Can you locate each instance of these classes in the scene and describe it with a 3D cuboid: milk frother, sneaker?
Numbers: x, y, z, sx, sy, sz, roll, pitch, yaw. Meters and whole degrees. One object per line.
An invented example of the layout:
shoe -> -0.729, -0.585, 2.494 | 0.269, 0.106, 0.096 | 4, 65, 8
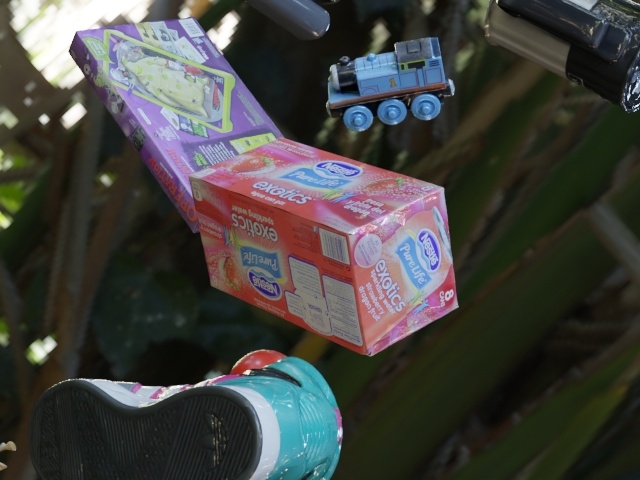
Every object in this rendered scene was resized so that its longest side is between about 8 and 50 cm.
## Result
milk frother -> 0.220, -0.199, 1.190 | 0.135, 0.143, 0.129 | 31, -9, 24
sneaker -> -0.094, 0.158, 1.244 | 0.295, 0.123, 0.178 | -5, -7, 43

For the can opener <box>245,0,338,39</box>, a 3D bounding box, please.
can opener -> -0.083, -0.268, 1.264 | 0.283, 0.076, 0.095 | 32, -14, -30

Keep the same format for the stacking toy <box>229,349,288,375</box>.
stacking toy -> -0.140, 0.261, 1.685 | 0.141, 0.330, 0.141 | 38, -1, 0

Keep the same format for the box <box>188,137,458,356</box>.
box -> 0.000, 0.000, 1.697 | 0.300, 0.142, 0.154 | 20, -53, 49

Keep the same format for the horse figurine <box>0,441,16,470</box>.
horse figurine -> -0.533, 0.404, 2.262 | 0.066, 0.174, 0.263 | 39, 32, -61

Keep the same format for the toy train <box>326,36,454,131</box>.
toy train -> 0.095, -0.221, 2.116 | 0.080, 0.184, 0.105 | -90, 169, -56

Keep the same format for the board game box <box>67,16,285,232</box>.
board game box -> -0.175, -0.168, 2.063 | 0.208, 0.056, 0.347 | -11, 56, -44
